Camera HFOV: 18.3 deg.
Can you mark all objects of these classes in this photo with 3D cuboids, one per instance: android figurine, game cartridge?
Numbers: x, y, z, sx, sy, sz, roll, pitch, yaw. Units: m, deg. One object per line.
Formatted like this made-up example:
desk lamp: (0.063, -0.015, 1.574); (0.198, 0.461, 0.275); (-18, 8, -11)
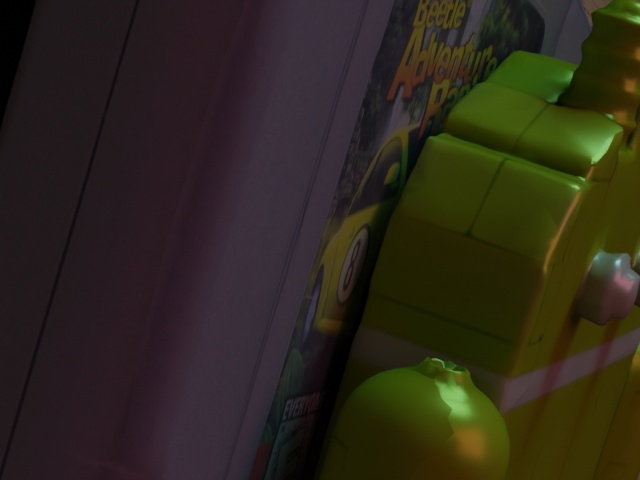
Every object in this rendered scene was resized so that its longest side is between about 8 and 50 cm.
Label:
android figurine: (0.048, 0.063, 0.562); (0.248, 0.056, 0.272); (-1, 111, -70)
game cartridge: (0.000, 0.000, 0.529); (0.294, 0.060, 0.196); (-6, 111, -69)

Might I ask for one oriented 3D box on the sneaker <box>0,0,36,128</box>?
sneaker: (-0.066, -0.051, 0.506); (0.235, 0.084, 0.097); (7, 96, -68)

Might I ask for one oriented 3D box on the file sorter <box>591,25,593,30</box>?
file sorter: (0.152, -0.027, 0.878); (0.290, 0.182, 0.202); (50, 34, -51)
